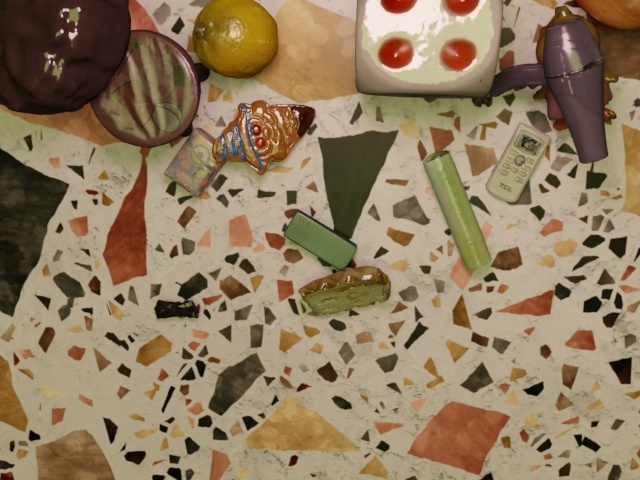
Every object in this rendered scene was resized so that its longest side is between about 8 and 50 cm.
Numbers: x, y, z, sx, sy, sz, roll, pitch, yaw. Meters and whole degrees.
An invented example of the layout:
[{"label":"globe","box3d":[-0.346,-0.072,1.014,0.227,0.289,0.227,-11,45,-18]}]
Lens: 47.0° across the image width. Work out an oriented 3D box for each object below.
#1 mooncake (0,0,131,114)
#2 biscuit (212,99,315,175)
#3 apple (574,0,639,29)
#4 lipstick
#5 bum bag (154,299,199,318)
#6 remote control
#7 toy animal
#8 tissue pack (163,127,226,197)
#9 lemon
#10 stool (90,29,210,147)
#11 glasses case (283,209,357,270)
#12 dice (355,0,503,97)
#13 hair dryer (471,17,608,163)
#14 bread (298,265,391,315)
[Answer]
[{"label":"mooncake","box3d":[-0.623,-0.462,1.652,0.381,0.212,0.350,-4,90,29]},{"label":"biscuit","box3d":[-0.139,-0.265,1.828,0.280,0.043,0.183,-22,101,-1]},{"label":"apple","box3d":[0.681,-0.601,1.631,0.241,0.242,0.242,42,102,-14]},{"label":"lipstick","box3d":[0.340,-0.076,1.831,0.076,0.076,0.304,-21,98,9]},{"label":"bum bag","box3d":[-0.386,0.184,1.967,0.125,0.034,0.057,-1,110,6]},{"label":"remote control","box3d":[0.486,-0.189,1.818,0.088,0.029,0.190,27,103,0]},{"label":"toy animal","box3d":[0.578,-0.399,1.700,0.195,0.169,0.281,-7,101,29]},{"label":"tissue pack","box3d":[-0.312,-0.198,1.872,0.109,0.060,0.148,38,101,-2]},{"label":"lemon","box3d":[-0.200,-0.479,1.732,0.192,0.231,0.192,1,92,38]},{"label":"stool","box3d":[-0.406,-0.367,1.787,0.272,0.178,0.272,1,101,5]},{"label":"glasses case","box3d":[0.000,0.000,1.894,0.184,0.039,0.077,31,102,-1]},{"label":"dice","box3d":[0.235,-0.459,1.647,0.304,0.304,0.276,4,102,4]},{"label":"hair dryer","box3d":[0.485,-0.324,1.661,0.121,0.361,0.301,-27,108,-27]},{"label":"bread","box3d":[0.066,0.125,1.889,0.232,0.088,0.128,-14,136,12]}]
